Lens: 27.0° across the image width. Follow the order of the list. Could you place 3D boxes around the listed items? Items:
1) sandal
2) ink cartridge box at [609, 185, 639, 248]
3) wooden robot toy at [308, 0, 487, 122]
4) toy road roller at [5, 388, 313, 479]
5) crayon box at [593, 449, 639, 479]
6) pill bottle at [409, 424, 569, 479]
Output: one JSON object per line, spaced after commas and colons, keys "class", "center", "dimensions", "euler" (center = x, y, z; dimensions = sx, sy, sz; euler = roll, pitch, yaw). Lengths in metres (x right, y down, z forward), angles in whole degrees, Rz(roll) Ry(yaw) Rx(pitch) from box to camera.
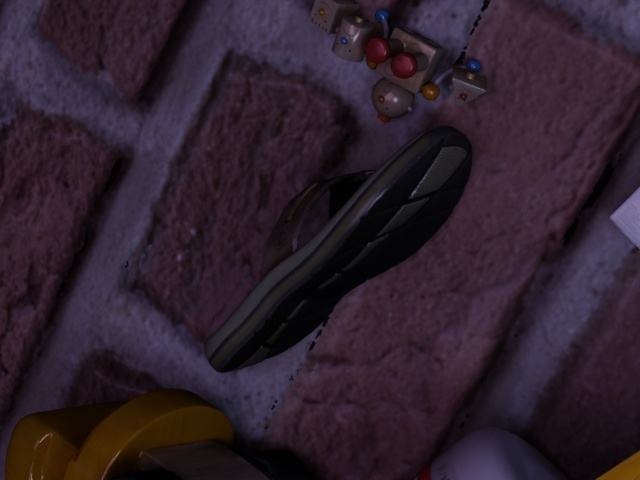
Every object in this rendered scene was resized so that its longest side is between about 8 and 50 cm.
{"class": "sandal", "center": [-0.002, 0.001, 1.114], "dimensions": [0.303, 0.120, 0.086], "euler": [-41, 65, 24]}
{"class": "ink cartridge box", "center": [0.284, -0.036, 1.017], "dimensions": [0.063, 0.029, 0.115], "euler": [47, 112, 14]}
{"class": "wooden robot toy", "center": [0.054, -0.135, 1.095], "dimensions": [0.173, 0.076, 0.079], "euler": [32, 119, 19]}
{"class": "toy road roller", "center": [-0.174, 0.286, 1.189], "dimensions": [0.240, 0.202, 0.329], "euler": [30, 108, 35]}
{"class": "crayon box", "center": [0.323, 0.168, 0.886], "dimensions": [0.278, 0.081, 0.165], "euler": [-41, 71, 26]}
{"class": "pill bottle", "center": [0.048, 0.350, 1.027], "dimensions": [0.407, 0.229, 0.229], "euler": [-41, 78, 12]}
